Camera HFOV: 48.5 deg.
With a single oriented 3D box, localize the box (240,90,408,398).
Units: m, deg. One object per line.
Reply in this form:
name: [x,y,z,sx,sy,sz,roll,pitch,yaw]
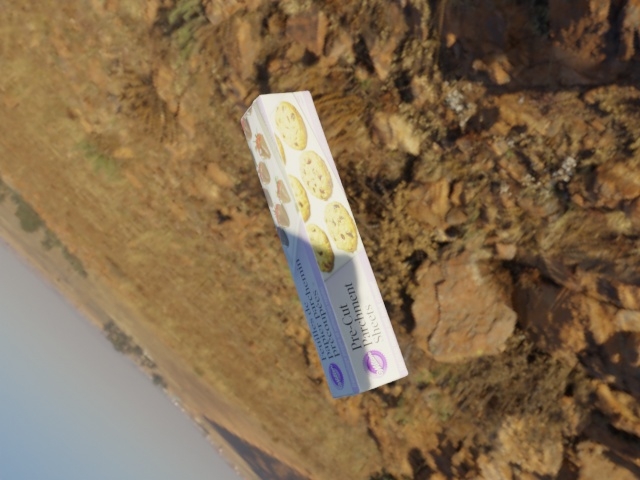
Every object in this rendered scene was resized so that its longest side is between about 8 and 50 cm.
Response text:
box: [0.000,0.000,0.748,0.063,0.067,0.323,-34,71,59]
